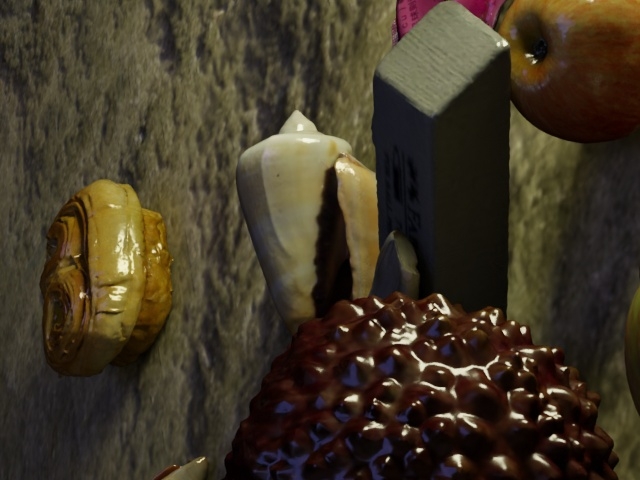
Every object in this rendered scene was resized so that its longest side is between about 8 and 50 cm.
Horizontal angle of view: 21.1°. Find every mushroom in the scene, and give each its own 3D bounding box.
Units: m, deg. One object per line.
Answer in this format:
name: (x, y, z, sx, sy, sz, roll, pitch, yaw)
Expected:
mushroom: (0.057, 0.074, 1.455, 0.059, 0.054, 0.202, 49, 143, 38)

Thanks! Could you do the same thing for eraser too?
eraser: (0.100, -0.019, 1.441, 0.111, 0.077, 0.352, -129, 31, -54)

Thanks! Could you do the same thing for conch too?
conch: (-0.188, 0.304, 1.875, 0.104, 0.094, 0.176, 3, -74, -82)
conch: (0.005, -0.003, 1.681, 0.158, 0.127, 0.255, -7, 95, 27)

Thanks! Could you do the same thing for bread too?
bread: (-0.262, 0.046, 2.061, 0.198, 0.120, 0.236, -41, 47, 46)

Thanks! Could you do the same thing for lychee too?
lychee: (0.070, 0.193, 1.316, 0.330, 0.306, 0.306, 7, 85, 37)

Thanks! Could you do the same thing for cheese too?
cheese: (0.141, -0.233, 1.572, 0.244, 0.062, 0.155, -34, 52, 47)

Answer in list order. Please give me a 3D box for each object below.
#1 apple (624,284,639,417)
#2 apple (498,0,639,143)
apple: (0.316, 0.066, 1.003, 0.264, 0.264, 0.264, -28, 56, 51)
apple: (0.211, -0.149, 1.362, 0.146, 0.131, 0.146, -17, 69, 52)
